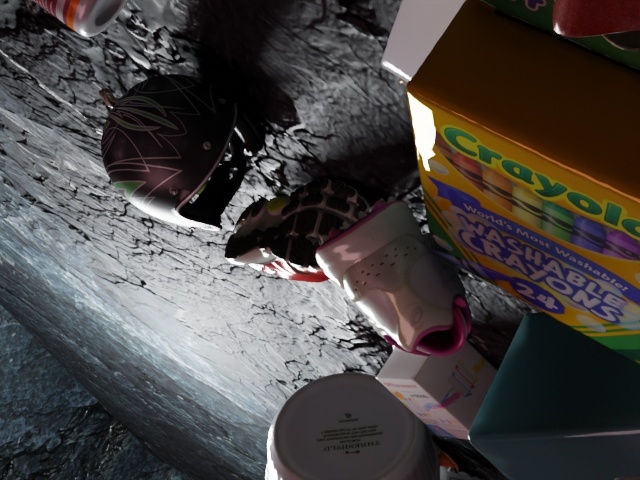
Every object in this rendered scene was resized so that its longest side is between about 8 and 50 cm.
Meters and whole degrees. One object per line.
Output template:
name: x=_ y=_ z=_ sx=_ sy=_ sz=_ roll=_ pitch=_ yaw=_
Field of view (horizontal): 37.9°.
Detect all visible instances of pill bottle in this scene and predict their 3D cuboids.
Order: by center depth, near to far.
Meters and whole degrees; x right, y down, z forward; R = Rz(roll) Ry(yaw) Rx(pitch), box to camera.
pill bottle: x=-0.266 y=-0.275 z=0.909 sx=0.152 sy=0.086 sz=0.086 roll=35 pitch=157 yaw=1

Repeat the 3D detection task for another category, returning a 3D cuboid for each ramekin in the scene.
ramekin: x=0.043 y=0.318 z=1.397 sx=0.273 sy=0.273 sz=0.127 roll=22 pitch=140 yaw=30

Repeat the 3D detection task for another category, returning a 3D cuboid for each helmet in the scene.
helmet: x=-0.151 y=-0.098 z=0.992 sx=0.169 sy=0.169 sz=0.161 roll=21 pitch=169 yaw=30

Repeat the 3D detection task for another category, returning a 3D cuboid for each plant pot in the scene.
plant pot: x=0.300 y=0.166 z=0.878 sx=0.165 sy=0.165 sz=0.234 roll=44 pitch=149 yaw=-18

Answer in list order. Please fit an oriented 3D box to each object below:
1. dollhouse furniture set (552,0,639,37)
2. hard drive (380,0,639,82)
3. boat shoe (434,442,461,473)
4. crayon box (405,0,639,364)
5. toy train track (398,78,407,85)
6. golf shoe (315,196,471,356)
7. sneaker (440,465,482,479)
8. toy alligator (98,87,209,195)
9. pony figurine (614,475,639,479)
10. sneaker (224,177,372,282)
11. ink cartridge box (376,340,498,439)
dollhouse furniture set: x=0.256 y=-0.090 z=0.402 sx=0.374 sy=0.201 sz=0.152 roll=26 pitch=154 yaw=21
hard drive: x=0.219 y=-0.099 z=0.629 sx=0.353 sy=0.047 sz=0.233 roll=33 pitch=157 yaw=6
boat shoe: x=0.171 y=0.348 z=1.532 sx=0.137 sy=0.049 sz=0.043 roll=31 pitch=154 yaw=22
crayon box: x=0.170 y=-0.035 z=0.626 sx=0.203 sy=0.083 sz=0.323 roll=29 pitch=164 yaw=21
toy train track: x=0.107 y=-0.123 z=0.780 sx=0.083 sy=0.014 sz=0.048 roll=26 pitch=148 yaw=10
golf shoe: x=0.089 y=0.059 z=0.901 sx=0.140 sy=0.115 sz=0.306 roll=57 pitch=-170 yaw=18
sneaker: x=0.213 y=0.399 z=1.417 sx=0.297 sy=0.129 sz=0.111 roll=-10 pitch=136 yaw=13
toy alligator: x=-0.184 y=-0.125 z=1.130 sx=0.051 sy=0.056 sz=0.189 roll=-34 pitch=113 yaw=21
pony figurine: x=0.367 y=0.186 z=0.562 sx=0.303 sy=0.363 sz=0.351 roll=18 pitch=151 yaw=37
sneaker: x=0.000 y=0.000 z=1.085 sx=0.118 sy=0.107 sz=0.279 roll=28 pitch=166 yaw=-29
ink cartridge box: x=0.149 y=0.172 z=1.176 sx=0.143 sy=0.090 sz=0.092 roll=43 pitch=156 yaw=-17
